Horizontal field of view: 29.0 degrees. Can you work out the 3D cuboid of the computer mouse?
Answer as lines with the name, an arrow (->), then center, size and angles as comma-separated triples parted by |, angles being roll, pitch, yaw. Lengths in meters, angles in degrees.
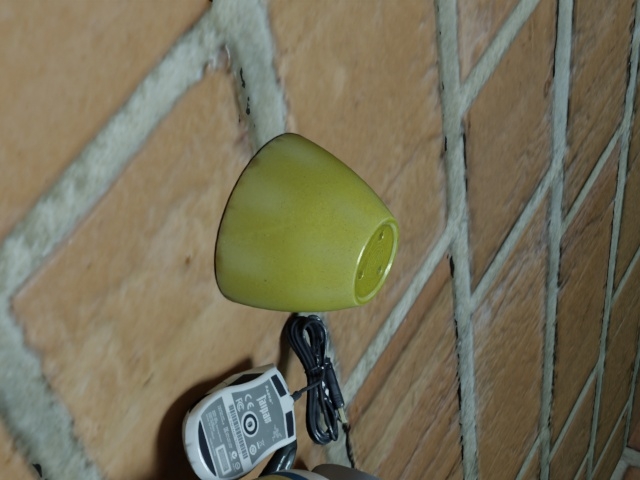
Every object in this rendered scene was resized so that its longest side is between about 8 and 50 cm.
computer mouse -> -0.050, 0.130, 0.958 | 0.193, 0.042, 0.106 | -19, 97, -52

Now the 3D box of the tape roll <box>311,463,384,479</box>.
tape roll -> 0.070, 0.296, 1.152 | 0.072, 0.219, 0.219 | -59, 155, -22

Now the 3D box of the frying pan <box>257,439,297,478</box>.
frying pan -> -0.123, 0.309, 0.962 | 0.197, 0.053, 0.326 | -2, 109, -65

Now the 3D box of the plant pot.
plant pot -> 0.000, 0.000, 0.903 | 0.134, 0.095, 0.134 | -46, 148, -40

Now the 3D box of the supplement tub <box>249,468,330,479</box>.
supplement tub -> -0.071, 0.249, 0.858 | 0.200, 0.144, 0.144 | -9, 120, -42
